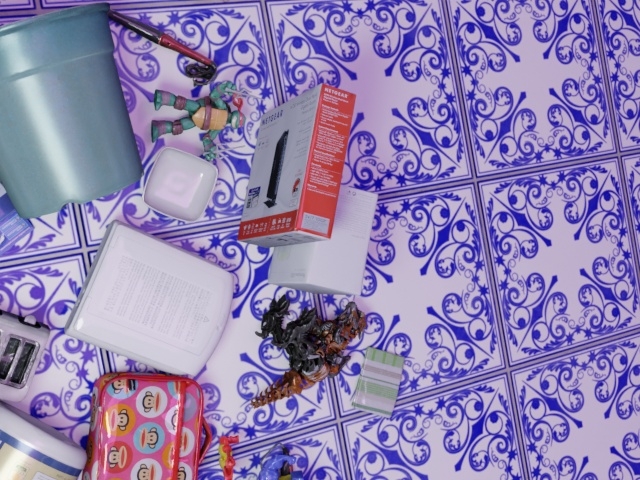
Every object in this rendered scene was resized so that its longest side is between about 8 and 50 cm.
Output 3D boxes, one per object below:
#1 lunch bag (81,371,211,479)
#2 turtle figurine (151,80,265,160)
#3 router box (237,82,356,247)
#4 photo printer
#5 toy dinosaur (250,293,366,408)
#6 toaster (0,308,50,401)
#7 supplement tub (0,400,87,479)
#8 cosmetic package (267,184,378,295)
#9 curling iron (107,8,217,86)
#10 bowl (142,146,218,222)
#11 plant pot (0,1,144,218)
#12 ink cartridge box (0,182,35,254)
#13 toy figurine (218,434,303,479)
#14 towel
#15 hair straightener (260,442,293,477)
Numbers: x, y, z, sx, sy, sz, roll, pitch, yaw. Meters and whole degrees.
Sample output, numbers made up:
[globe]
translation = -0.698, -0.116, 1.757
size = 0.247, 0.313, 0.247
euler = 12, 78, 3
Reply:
[lunch bag]
translation = -0.349, 0.421, 1.745
size = 0.258, 0.120, 0.293
euler = 7, 84, -29
[turtle figurine]
translation = -0.243, -0.262, 1.819
size = 0.234, 0.118, 0.175
euler = 2, 105, -17
[router box]
translation = -0.058, -0.144, 1.782
size = 0.082, 0.335, 0.301
euler = 14, 80, -23
[photo printer]
translation = -0.340, 0.130, 1.761
size = 0.307, 0.107, 0.256
euler = 25, 76, -22
[toy dinosaur]
translation = -0.026, 0.249, 1.887
size = 0.218, 0.164, 0.322
euler = 59, 45, -28
[toaster]
translation = -0.631, 0.218, 1.622
size = 0.168, 0.110, 0.186
euler = 23, 78, -21
[supplement tub]
translation = -0.607, 0.480, 1.555
size = 0.228, 0.228, 0.316
euler = 36, 73, -19
[cosmetic package]
translation = 0.000, 0.000, 1.861
size = 0.138, 0.224, 0.225
euler = 12, 82, -24
[curling iron]
translation = -0.342, -0.422, 1.827
size = 0.274, 0.035, 0.068
euler = 32, 75, -20
[bowl]
translation = -0.304, -0.120, 1.811
size = 0.142, 0.053, 0.142
euler = 22, 90, -22
[plant pot]
translation = -0.509, -0.237, 1.600
size = 0.341, 0.341, 0.334
euler = -23, 105, -24
[ink cartridge box]
translation = -0.721, -0.089, 1.624
size = 0.186, 0.065, 0.311
euler = -42, 106, -20
[toy figurine]
translation = -0.092, 0.589, 1.785
size = 0.217, 0.191, 0.363
euler = -4, 89, -12
[towel]
translation = 0.139, 0.340, 2.023
size = 0.113, 0.023, 0.152
euler = 20, 77, -25
[hair straightener]
translation = -0.091, 0.568, 1.887
size = 0.089, 0.047, 0.230
euler = -6, 92, -24
